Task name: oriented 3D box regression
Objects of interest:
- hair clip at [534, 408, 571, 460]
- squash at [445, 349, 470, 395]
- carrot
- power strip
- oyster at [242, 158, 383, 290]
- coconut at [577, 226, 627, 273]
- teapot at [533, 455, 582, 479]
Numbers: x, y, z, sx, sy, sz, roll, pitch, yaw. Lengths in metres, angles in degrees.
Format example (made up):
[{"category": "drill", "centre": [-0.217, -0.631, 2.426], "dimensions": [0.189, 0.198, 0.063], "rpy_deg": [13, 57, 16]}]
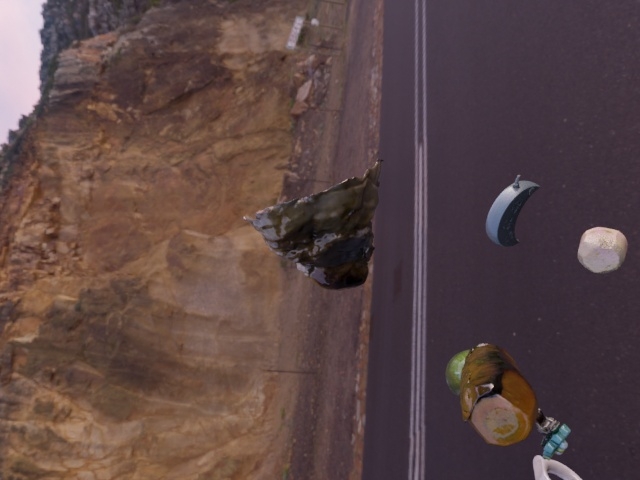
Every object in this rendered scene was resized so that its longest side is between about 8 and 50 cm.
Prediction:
[{"category": "hair clip", "centre": [0.323, 0.280, 0.599], "dimensions": [0.173, 0.049, 0.049], "rpy_deg": [51, -149, -47]}, {"category": "squash", "centre": [0.363, 0.328, 1.043], "dimensions": [0.395, 0.107, 0.107], "rpy_deg": [57, -147, -64]}, {"category": "carrot", "centre": [0.206, 0.175, 0.502], "dimensions": [0.173, 0.082, 0.082], "rpy_deg": [-10, -72, -69]}, {"category": "power strip", "centre": [0.509, -0.078, 1.136], "dimensions": [0.044, 0.137, 0.215], "rpy_deg": [44, 139, 48]}, {"category": "oyster", "centre": [0.015, -0.001, 0.517], "dimensions": [0.232, 0.162, 0.107], "rpy_deg": [57, -162, -72]}, {"category": "coconut", "centre": [0.807, 0.023, 1.217], "dimensions": [0.122, 0.116, 0.116], "rpy_deg": [-42, -27, -44]}, {"category": "teapot", "centre": [0.379, 0.443, 0.604], "dimensions": [0.298, 0.140, 0.204], "rpy_deg": [-24, -42, -67]}]
